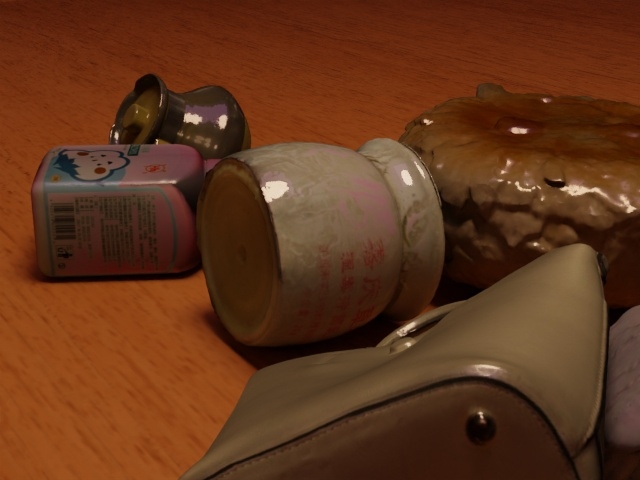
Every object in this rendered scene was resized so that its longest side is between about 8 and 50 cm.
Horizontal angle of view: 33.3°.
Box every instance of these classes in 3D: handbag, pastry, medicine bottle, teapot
[{"bbox_3d":[0.043,0.073,0.582,0.241,0.109,0.315,-23,14,17],"label":"handbag"},{"bbox_3d":[0.203,-0.036,0.902,0.330,0.136,0.329,2,21,-1],"label":"pastry"},{"bbox_3d":[0.000,0.000,0.785,0.143,0.147,0.147,-7,21,-29],"label":"medicine bottle"},{"bbox_3d":[-0.138,-0.089,1.061,0.119,0.130,0.165,23,38,-34],"label":"teapot"},{"bbox_3d":[-0.148,-0.029,0.934,0.188,0.094,0.119,-2,22,-6],"label":"medicine bottle"}]

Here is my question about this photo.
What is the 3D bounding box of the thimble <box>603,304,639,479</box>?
[{"bbox_3d":[0.211,0.101,0.542,0.151,0.127,0.118,6,22,10],"label":"thimble"}]
